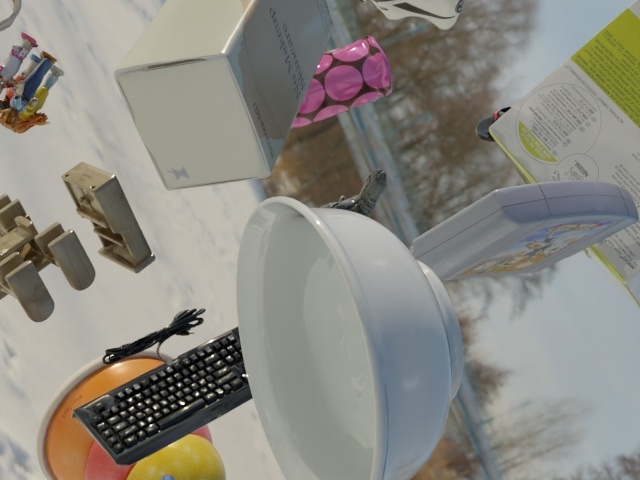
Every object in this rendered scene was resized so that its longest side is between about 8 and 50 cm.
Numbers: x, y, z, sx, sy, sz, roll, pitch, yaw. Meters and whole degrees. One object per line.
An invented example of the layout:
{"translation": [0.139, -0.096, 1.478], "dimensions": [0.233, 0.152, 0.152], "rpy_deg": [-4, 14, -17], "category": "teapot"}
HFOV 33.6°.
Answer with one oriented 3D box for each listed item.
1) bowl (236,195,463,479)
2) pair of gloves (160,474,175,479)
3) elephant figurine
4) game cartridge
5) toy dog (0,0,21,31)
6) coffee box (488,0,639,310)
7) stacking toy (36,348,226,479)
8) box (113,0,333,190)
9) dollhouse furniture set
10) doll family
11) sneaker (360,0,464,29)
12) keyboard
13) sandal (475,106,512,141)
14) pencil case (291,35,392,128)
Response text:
{"translation": [0.037, 0.098, 0.964], "dimensions": [0.298, 0.134, 0.298], "rpy_deg": [170, -90, -67], "category": "bowl"}
{"translation": [-0.122, 0.337, 1.081], "dimensions": [0.159, 0.023, 0.198], "rpy_deg": [-151, -141, -78], "category": "pair of gloves"}
{"translation": [0.000, 0.000, 1.792], "dimensions": [0.239, 0.169, 0.186], "rpy_deg": [112, -11, -50], "category": "elephant figurine"}
{"translation": [0.267, -0.012, 1.345], "dimensions": [0.297, 0.198, 0.062], "rpy_deg": [-3, 71, -43], "category": "game cartridge"}
{"translation": [-0.689, -0.395, 1.761], "dimensions": [0.161, 0.333, 0.220], "rpy_deg": [32, -24, 43], "category": "toy dog"}
{"translation": [0.530, -0.124, 1.723], "dimensions": [0.338, 0.334, 0.337], "rpy_deg": [53, 9, 24], "category": "coffee box"}
{"translation": [-0.301, 0.459, 2.031], "dimensions": [0.480, 0.350, 0.351], "rpy_deg": [37, -22, 44], "category": "stacking toy"}
{"translation": [-0.089, -0.202, 1.121], "dimensions": [0.311, 0.121, 0.148], "rpy_deg": [-72, 150, -48], "category": "box"}
{"translation": [-0.394, 0.022, 1.589], "dimensions": [0.212, 0.242, 0.161], "rpy_deg": [22, -38, 43], "category": "dollhouse furniture set"}
{"translation": [-0.575, -0.288, 2.076], "dimensions": [0.118, 0.163, 0.263], "rpy_deg": [33, -9, -5], "category": "doll family"}
{"translation": [0.097, -0.450, 1.814], "dimensions": [0.330, 0.122, 0.146], "rpy_deg": [31, -30, 25], "category": "sneaker"}
{"translation": [-0.199, 0.179, 1.472], "dimensions": [0.201, 0.317, 0.033], "rpy_deg": [36, -45, 33], "category": "keyboard"}
{"translation": [0.382, -0.248, 2.129], "dimensions": [0.067, 0.179, 0.040], "rpy_deg": [46, -31, 34], "category": "sandal"}
{"translation": [-0.011, -0.214, 1.442], "dimensions": [0.098, 0.209, 0.095], "rpy_deg": [-110, -175, -47], "category": "pencil case"}
